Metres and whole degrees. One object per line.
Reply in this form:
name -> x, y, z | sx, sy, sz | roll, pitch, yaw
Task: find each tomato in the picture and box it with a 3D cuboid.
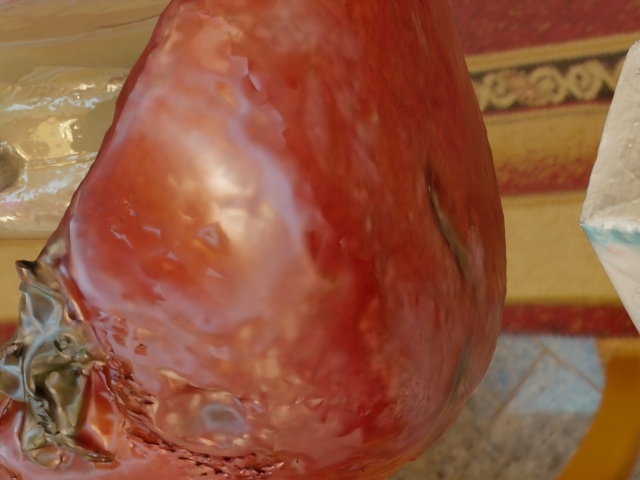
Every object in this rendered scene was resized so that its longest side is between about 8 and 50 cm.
tomato -> 0.000, 0.000, 0.411 | 0.099, 0.173, 0.189 | 30, 128, 4

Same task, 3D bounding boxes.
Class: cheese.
cheese -> -0.112, -0.043, 0.642 | 0.163, 0.286, 0.082 | 6, 114, 33

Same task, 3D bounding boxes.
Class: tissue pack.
tissue pack -> 0.339, -0.031, 1.565 | 0.124, 0.201, 0.271 | 13, 159, 29
